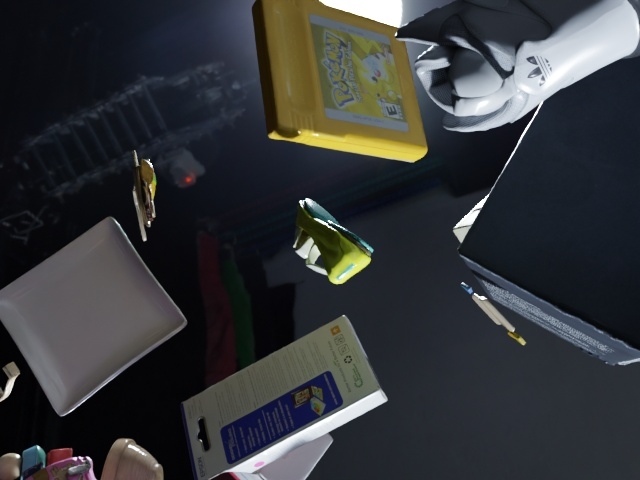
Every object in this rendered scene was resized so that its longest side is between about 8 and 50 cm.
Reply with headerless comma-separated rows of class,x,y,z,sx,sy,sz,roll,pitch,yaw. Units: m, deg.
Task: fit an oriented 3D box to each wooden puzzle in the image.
wooden puzzle,0.273,0.112,0.916,0.116,0.014,0.078,46,180,-7

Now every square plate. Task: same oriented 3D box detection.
square plate,-0.545,0.170,1.378,0.347,0.344,0.049,50,170,16

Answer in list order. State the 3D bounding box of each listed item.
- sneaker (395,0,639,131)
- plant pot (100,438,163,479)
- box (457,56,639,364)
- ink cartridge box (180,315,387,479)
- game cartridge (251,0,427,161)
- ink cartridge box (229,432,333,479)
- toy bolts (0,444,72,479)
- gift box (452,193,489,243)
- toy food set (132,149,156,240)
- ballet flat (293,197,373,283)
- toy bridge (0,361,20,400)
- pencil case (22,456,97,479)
sneaker,0.180,-0.241,0.599,0.137,0.210,0.366,52,-165,-30
plant pot,-0.446,0.604,1.404,0.237,0.110,0.237,-177,90,-88
box,0.493,-0.072,0.956,0.297,0.480,0.472,30,179,23
ink cartridge box,-0.076,0.301,1.089,0.175,0.371,0.069,64,-178,42
game cartridge,0.039,-0.295,1.045,0.324,0.053,0.285,3,-110,-36
ink cartridge box,-0.132,0.630,1.731,0.131,0.306,0.226,48,-119,-9
toy bolts,-0.648,0.576,1.302,0.158,0.218,0.228,6,-115,-27
gift box,0.503,0.000,1.364,0.255,0.276,0.258,50,155,-11
toy food set,-0.341,-0.092,1.147,0.192,0.039,0.132,-116,21,-54
ballet flat,0.000,0.000,0.837,0.077,0.077,0.231,34,-176,-26
toy bridge,-0.802,0.368,1.431,0.063,0.188,0.026,56,-160,-1
pencil case,-0.410,0.565,1.034,0.386,0.160,0.167,39,129,34
